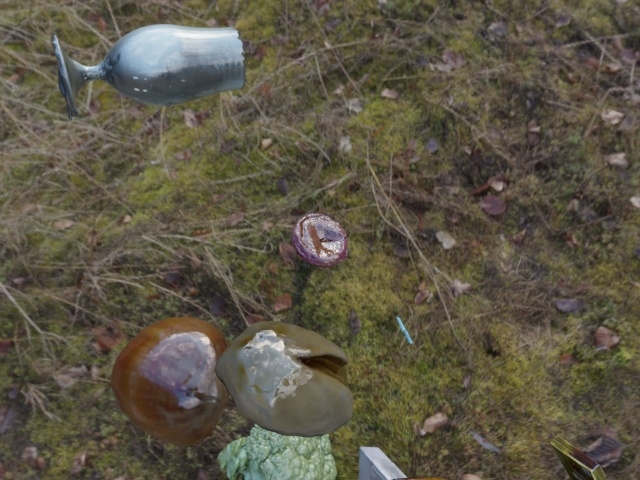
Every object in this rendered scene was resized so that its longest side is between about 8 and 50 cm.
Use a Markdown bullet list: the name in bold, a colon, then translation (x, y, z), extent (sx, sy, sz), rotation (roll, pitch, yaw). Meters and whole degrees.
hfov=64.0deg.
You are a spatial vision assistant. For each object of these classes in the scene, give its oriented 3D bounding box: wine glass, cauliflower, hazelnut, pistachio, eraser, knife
- **wine glass**: translation (-0.210, -0.215, 0.643), extent (0.222, 0.103, 0.103), rotation (-14, 61, -23)
- **cauliflower**: translation (-0.097, 0.493, 1.081), extent (0.250, 0.272, 0.275), rotation (13, 86, 26)
- **hazelnut**: translation (-0.418, 0.401, 1.488), extent (0.365, 0.366, 0.366), rotation (-4, 64, 8)
- **pistachio**: translation (-0.049, 0.227, 0.818), extent (0.197, 0.288, 0.166), rotation (-13, 58, 22)
- **eraser**: translation (0.242, 0.735, 1.350), extent (0.082, 0.213, 0.396), rotation (-14, 27, -27)
- **knife**: translation (0.252, 0.271, 1.546), extent (0.014, 0.005, 0.091), rotation (-18, 68, -19)

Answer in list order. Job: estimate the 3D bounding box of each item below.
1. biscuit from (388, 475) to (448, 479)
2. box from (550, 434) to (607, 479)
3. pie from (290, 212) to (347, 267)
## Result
- **biscuit**: translation (0.115, 0.484, 0.943), extent (0.228, 0.176, 0.031), rotation (-39, 41, 26)
- **box**: translation (0.463, 0.411, 0.892), extent (0.023, 0.133, 0.090), rotation (-38, 21, -11)
- **pie**: translation (0.000, 0.000, 1.512), extent (0.182, 0.050, 0.183), rotation (14, 53, -19)
